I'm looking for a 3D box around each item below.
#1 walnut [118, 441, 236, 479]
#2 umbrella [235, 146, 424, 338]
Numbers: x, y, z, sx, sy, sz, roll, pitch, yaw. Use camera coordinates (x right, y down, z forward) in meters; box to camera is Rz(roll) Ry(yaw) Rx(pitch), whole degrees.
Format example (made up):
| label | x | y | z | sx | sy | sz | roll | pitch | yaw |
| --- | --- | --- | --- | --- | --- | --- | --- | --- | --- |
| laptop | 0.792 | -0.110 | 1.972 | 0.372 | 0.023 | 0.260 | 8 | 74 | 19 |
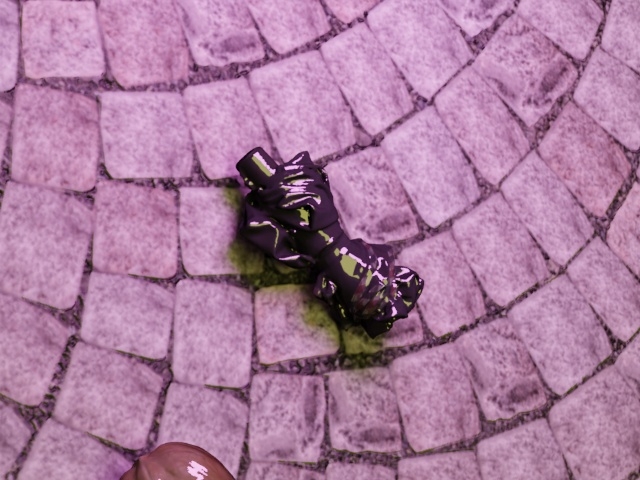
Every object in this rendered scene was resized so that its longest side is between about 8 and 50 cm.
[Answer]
| label | x | y | z | sx | sy | sz | roll | pitch | yaw |
| --- | --- | --- | --- | --- | --- | --- | --- | --- | --- |
| walnut | -0.148 | 0.298 | 1.824 | 0.140 | 0.140 | 0.162 | -43 | 112 | -31 |
| umbrella | 0.000 | 0.001 | 2.005 | 0.122 | 0.110 | 0.272 | -42 | 103 | 3 |
